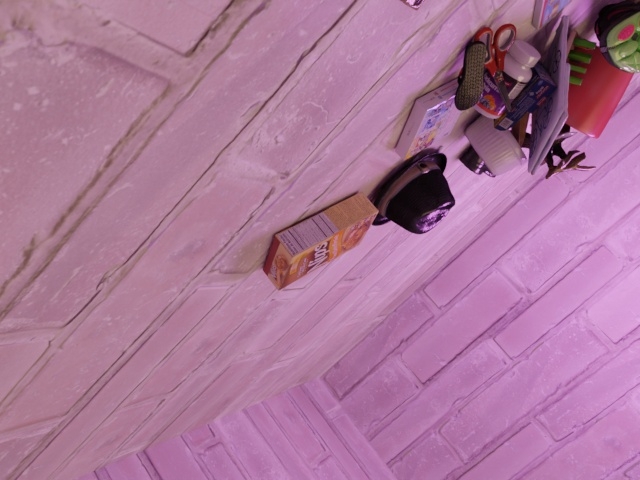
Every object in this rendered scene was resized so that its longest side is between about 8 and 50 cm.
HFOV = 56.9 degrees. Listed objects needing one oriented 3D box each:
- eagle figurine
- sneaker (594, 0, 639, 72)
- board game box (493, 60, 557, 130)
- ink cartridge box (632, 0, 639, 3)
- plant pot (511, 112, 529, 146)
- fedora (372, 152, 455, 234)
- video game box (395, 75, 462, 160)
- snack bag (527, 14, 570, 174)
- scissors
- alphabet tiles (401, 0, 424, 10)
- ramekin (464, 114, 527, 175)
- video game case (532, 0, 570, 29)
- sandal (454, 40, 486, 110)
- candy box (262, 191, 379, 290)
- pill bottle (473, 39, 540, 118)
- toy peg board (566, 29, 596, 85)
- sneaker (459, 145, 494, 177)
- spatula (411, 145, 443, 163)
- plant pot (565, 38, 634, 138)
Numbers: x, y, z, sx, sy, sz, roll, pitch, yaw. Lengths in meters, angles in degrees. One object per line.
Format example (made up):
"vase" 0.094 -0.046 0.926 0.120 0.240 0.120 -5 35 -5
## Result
"eagle figurine" 0.758 -0.331 2.033 0.226 0.298 0.225 23 123 -41
"sneaker" 0.925 -0.622 1.787 0.483 0.202 0.185 -35 123 -43
"board game box" 0.569 -0.428 1.660 0.194 0.060 0.194 -52 -162 47
"ink cartridge box" 0.946 -0.804 1.624 0.235 0.088 0.193 -44 163 9
"plant pot" 0.633 -0.413 1.852 0.236 0.032 0.236 10 90 -67
"fedora" 0.314 -0.118 1.842 0.334 0.152 0.334 -36 159 -16
"video game box" 0.299 -0.322 1.553 0.187 0.048 0.205 -34 161 -26
"snack bag" 0.661 -0.410 1.704 0.323 0.037 0.342 80 20 -65
"scissors" 0.434 -0.415 1.479 0.109 0.021 0.297 -23 144 -1
"alphabet tiles" 0.231 -0.540 0.958 0.342 0.011 0.285 -50 160 27
"ramekin" 0.541 -0.301 1.846 0.109 0.207 0.207 -35 164 15
"video game case" 0.645 -0.671 1.447 0.285 0.025 0.204 -41 162 3
"sandal" 0.364 -0.400 1.431 0.067 0.040 0.179 -4 131 -7
"candy box" 0.000 0.000 1.656 0.316 0.087 0.183 -29 159 -31
"pill bottle" 0.493 -0.432 1.577 0.108 0.108 0.193 -22 155 -43
"toy peg board" 0.778 -0.542 1.796 0.160 0.079 0.161 -26 135 -62
"sneaker" 0.608 -0.305 2.128 0.130 0.109 0.286 -55 159 23
"spatula" 0.296 -0.198 1.889 0.168 0.019 0.242 -24 157 -37
"plant pot" 0.884 -0.513 1.965 0.275 0.275 0.243 -14 139 -54
